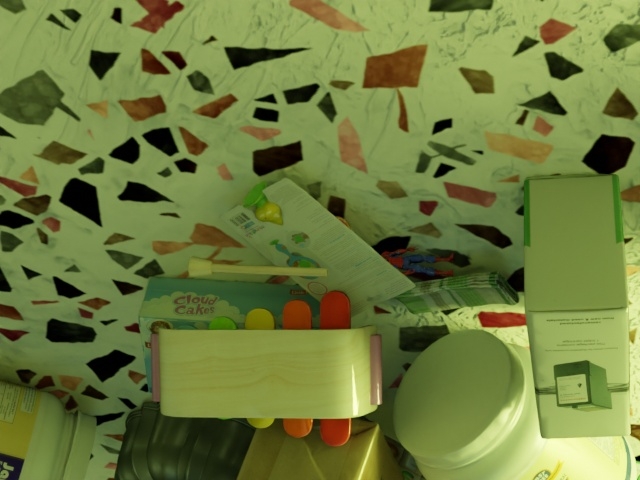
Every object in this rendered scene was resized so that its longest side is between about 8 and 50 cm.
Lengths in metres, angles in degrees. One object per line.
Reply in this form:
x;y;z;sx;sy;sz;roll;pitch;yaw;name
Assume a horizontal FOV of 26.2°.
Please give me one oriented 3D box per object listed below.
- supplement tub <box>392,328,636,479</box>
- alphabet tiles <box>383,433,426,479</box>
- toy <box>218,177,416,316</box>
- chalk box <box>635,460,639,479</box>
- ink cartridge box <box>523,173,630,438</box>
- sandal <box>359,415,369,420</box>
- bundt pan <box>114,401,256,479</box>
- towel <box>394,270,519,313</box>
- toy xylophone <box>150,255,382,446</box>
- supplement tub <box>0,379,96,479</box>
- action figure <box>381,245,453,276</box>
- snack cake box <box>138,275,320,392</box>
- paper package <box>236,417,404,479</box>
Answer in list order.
0.277;0.291;1.961;0.235;0.235;0.325;-23;133;33;supplement tub
0.074;0.366;2.151;0.237;0.009;0.198;28;133;13;alphabet tiles
0.000;0.000;1.787;0.237;0.056;0.137;37;137;-26;toy
0.503;0.439;2.193;0.132;0.132;0.213;11;142;-5;chalk box
0.322;0.088;1.721;0.121;0.211;0.289;-3;142;11;ink cartridge box
0.032;0.318;2.184;0.072;0.049;0.180;44;134;-3;sandal
-0.187;0.403;2.217;0.330;0.124;0.331;13;140;11;bundt pan
0.182;0.077;1.852;0.152;0.023;0.113;-9;157;20;towel
-0.074;0.142;1.806;0.322;0.236;0.081;8;-177;9;toy xylophone
-0.537;0.329;2.138;0.331;0.241;0.241;17;141;-12;supplement tub
0.118;0.030;1.820;0.115;0.038;0.030;1;163;6;action figure
-0.114;0.140;1.934;0.264;0.089;0.152;3;132;5;snack cake box
-0.015;0.409;1.952;0.168;0.310;0.325;14;161;18;paper package
